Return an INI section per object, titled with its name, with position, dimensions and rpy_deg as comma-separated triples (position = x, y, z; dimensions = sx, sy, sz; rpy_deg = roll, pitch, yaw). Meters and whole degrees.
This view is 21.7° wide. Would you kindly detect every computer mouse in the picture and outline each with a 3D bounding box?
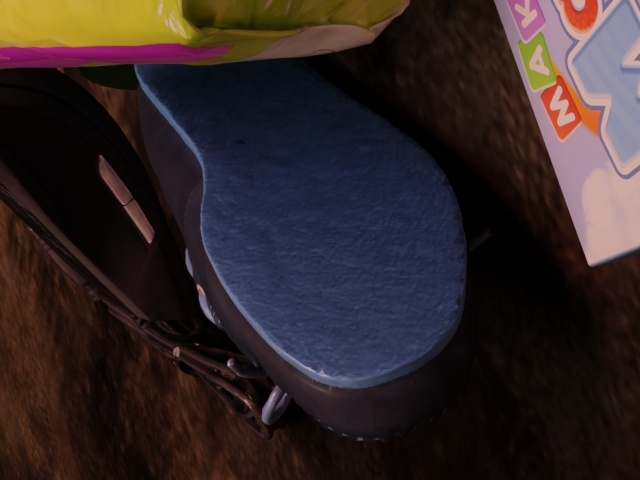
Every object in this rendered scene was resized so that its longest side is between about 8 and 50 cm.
[computer mouse]
position = -0.114, -0.022, 0.796
dimensions = 0.262, 0.060, 0.184
rpy_deg = 48, 170, -33

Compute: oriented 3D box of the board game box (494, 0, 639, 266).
[board game box]
position = 0.103, -0.092, 0.391
dimensions = 0.211, 0.039, 0.160
rpy_deg = -31, 77, 66

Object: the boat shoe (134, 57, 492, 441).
[boat shoe]
position = 0.000, 0.000, 0.629
dimensions = 0.258, 0.109, 0.089
rpy_deg = -114, 12, -57

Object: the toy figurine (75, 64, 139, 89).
[toy figurine]
position = -0.094, -0.172, 0.720
dimensions = 0.173, 0.130, 0.159
rpy_deg = 68, -170, -67

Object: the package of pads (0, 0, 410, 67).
[package of pads]
position = -0.080, -0.201, 0.508
dimensions = 0.229, 0.101, 0.297
rpy_deg = 4, 98, 43
